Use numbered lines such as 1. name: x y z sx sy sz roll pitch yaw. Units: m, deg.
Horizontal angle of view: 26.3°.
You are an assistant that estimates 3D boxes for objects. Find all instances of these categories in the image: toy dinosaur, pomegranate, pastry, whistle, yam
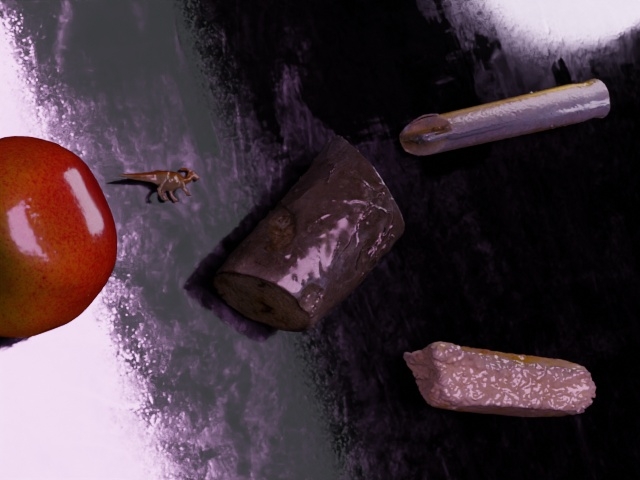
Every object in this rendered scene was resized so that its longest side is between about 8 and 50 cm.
1. toy dinosaur: -0.196 -0.068 1.690 0.113 0.026 0.041 -7 77 -34
2. pomegranate: -0.346 0.000 1.498 0.256 0.221 0.221 -22 90 -57
3. pastry: 0.234 0.183 1.792 0.258 0.121 0.089 6 73 -23
4. whistle: 0.260 -0.170 1.896 0.326 0.068 0.057 -14 96 -27
5. yam: 0.000 0.000 1.707 0.154 0.154 0.254 46 65 -11
